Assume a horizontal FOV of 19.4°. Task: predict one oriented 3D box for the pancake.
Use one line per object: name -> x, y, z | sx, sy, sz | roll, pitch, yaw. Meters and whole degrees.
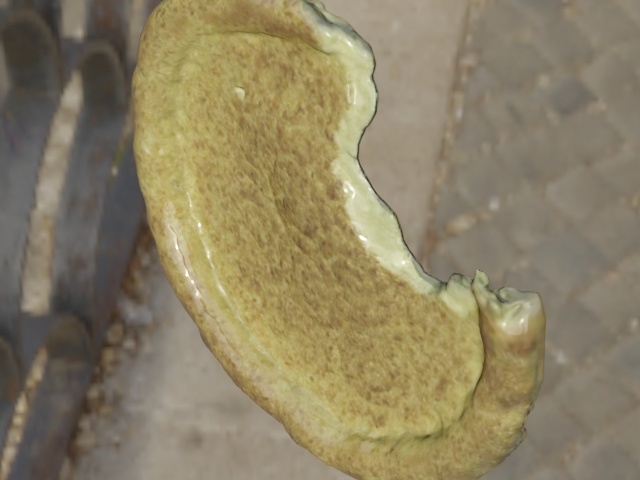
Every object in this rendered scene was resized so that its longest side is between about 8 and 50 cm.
pancake -> 0.000, 0.000, 0.971 | 0.033, 0.288, 0.286 | -29, 35, -35
